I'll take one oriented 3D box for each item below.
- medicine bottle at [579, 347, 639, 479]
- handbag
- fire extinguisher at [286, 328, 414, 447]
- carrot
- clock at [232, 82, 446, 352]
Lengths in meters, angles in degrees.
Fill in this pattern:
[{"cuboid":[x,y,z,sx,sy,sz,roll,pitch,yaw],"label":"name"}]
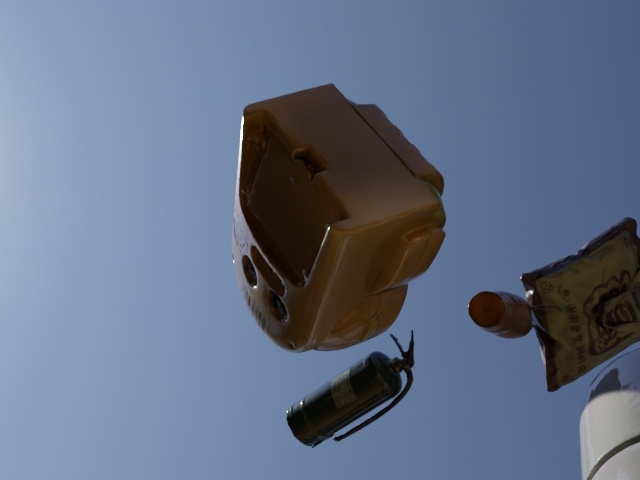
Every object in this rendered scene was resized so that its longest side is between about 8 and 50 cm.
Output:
[{"cuboid":[0.214,0.187,0.379,0.130,0.341,0.130,7,-61,12],"label":"medicine bottle"},{"cuboid":[0.423,0.101,1.099,0.235,0.127,0.213,-25,-74,-20],"label":"handbag"},{"cuboid":[0.073,0.273,1.274,0.294,0.093,0.118,-38,-120,25],"label":"fire extinguisher"},{"cuboid":[0.311,0.126,1.216,0.087,0.193,0.087,-10,-108,34],"label":"carrot"},{"cuboid":[0.000,0.000,0.856,0.244,0.200,0.317,56,-37,30],"label":"clock"}]
